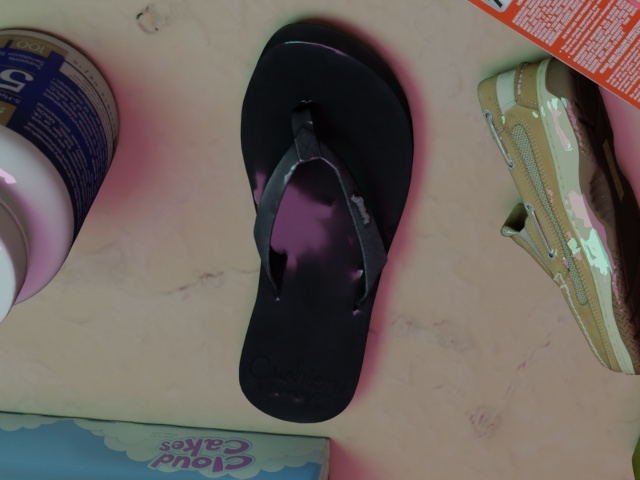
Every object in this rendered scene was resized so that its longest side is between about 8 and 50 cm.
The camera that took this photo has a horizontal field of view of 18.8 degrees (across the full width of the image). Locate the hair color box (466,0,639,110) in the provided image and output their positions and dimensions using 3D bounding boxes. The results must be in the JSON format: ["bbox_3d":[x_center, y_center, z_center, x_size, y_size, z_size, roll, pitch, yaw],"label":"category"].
[{"bbox_3d":[0.152,-0.117,0.987,0.167,0.093,0.053,32,118,-10],"label":"hair color box"}]

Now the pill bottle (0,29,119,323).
[{"bbox_3d":[-0.179,-0.028,1.026,0.112,0.187,0.112,3,119,5],"label":"pill bottle"}]

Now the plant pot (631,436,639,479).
[{"bbox_3d":[0.231,0.114,1.114,0.081,0.081,0.083,13,109,1],"label":"plant pot"}]

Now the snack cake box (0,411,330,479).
[{"bbox_3d":[-0.129,0.195,1.199,0.264,0.089,0.152,4,117,5],"label":"snack cake box"}]

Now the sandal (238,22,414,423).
[{"bbox_3d":[0.001,0.001,1.093,0.097,0.054,0.255,5,119,5],"label":"sandal"}]

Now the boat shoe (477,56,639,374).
[{"bbox_3d":[0.135,-0.011,1.071,0.072,0.068,0.190,-10,108,26],"label":"boat shoe"}]
